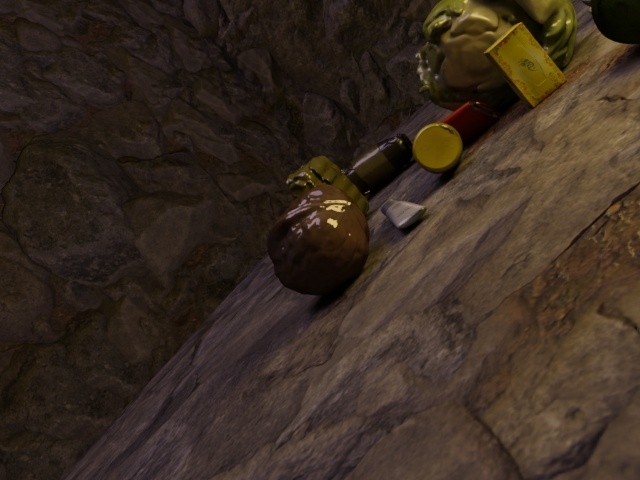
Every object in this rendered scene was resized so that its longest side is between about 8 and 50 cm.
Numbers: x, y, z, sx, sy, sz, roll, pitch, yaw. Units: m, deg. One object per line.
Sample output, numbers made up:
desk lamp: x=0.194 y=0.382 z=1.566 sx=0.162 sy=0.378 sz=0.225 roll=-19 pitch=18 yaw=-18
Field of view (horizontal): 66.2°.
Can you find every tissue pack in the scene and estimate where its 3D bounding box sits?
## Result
tissue pack: x=0.484 y=-0.414 z=1.166 sx=0.095 sy=0.176 sz=0.062 roll=-40 pitch=10 yaw=17

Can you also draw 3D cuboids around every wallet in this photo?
wallet: x=0.383 y=-0.314 z=1.387 sx=0.142 sy=0.045 sz=0.204 roll=6 pitch=-27 yaw=-37

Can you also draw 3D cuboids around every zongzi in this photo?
zongzi: x=0.249 y=-0.314 z=1.980 sx=0.289 sy=0.154 sz=0.317 roll=-32 pitch=5 yaw=19

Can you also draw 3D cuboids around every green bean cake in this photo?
green bean cake: x=-0.028 y=-0.101 z=1.683 sx=0.310 sy=0.285 sz=0.202 roll=-37 pitch=14 yaw=45

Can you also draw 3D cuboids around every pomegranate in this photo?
pomegranate: x=0.599 y=-0.446 z=0.859 sx=0.225 sy=0.187 sz=0.187 roll=6 pitch=41 yaw=39

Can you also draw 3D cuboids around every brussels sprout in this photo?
brussels sprout: x=0.484 y=-0.570 z=1.380 sx=0.425 sy=0.342 sz=0.361 roll=-18 pitch=30 yaw=46

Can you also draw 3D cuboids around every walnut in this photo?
walnut: x=-0.001 y=0.001 z=1.184 sx=0.273 sy=0.227 sz=0.273 roll=-46 pitch=8 yaw=8

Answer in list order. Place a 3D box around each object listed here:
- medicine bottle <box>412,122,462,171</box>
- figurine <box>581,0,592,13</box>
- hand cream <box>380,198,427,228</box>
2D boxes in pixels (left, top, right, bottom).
medicine bottle: x=0.312 y=-0.236 z=1.296 sx=0.122 sy=0.122 sz=0.212 roll=-41 pitch=-6 yaw=15
figurine: x=0.852 y=-0.761 z=1.417 sx=0.194 sy=0.133 sz=0.274 roll=-1 pitch=31 yaw=44
hand cream: x=0.199 y=-0.069 z=1.220 sx=0.079 sy=0.048 sz=0.255 roll=-41 pitch=9 yaw=3
